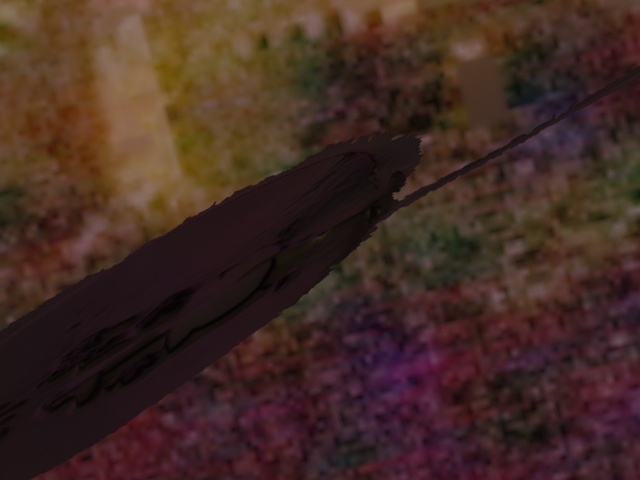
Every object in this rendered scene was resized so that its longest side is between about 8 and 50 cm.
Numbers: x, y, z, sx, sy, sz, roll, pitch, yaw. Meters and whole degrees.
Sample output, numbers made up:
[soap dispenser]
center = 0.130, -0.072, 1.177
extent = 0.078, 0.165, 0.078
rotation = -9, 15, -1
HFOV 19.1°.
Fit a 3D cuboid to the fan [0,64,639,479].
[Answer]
[fan]
center = 0.000, -0.001, 0.651
extent = 0.414, 0.012, 0.233
rotation = -29, -11, -31
